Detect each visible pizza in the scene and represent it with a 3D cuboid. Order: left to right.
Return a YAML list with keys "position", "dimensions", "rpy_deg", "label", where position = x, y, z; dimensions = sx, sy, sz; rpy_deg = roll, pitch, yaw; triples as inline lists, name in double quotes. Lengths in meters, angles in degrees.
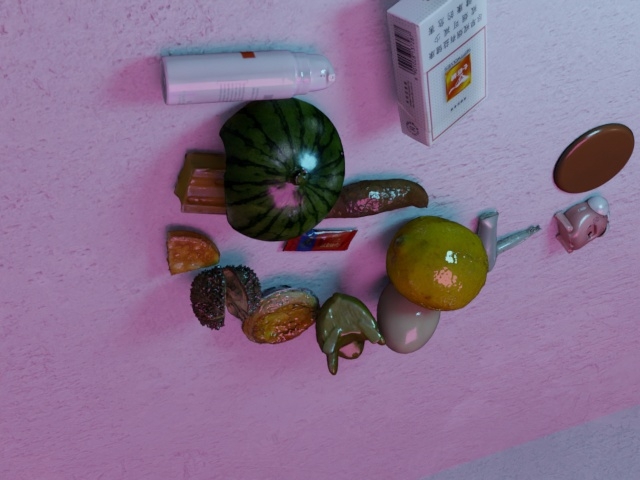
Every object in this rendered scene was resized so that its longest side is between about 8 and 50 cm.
- position: [-0.334, 0.027, 1.903]
  dimensions: [0.134, 0.046, 0.175]
  rpy_deg: [-35, 138, 11]
  label: "pizza"

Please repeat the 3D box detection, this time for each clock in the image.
- position: [0.805, -0.046, 2.323]
  dimensions: [0.162, 0.093, 0.166]
  rpy_deg: [-27, 139, 0]
  label: "clock"

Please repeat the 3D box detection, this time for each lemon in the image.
- position: [0.312, 0.059, 2.079]
  dimensions: [0.310, 0.258, 0.258]
  rpy_deg: [20, 124, -32]
  label: "lemon"

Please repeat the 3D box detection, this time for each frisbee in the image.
- position: [0.775, -0.226, 2.168]
  dimensions: [0.251, 0.021, 0.251]
  rpy_deg: [-14, 139, -13]
  label: "frisbee"

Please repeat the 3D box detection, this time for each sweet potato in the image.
- position: [0.125, -0.104, 1.941]
  dimensions: [0.341, 0.092, 0.114]
  rpy_deg: [-9, 154, -16]
  label: "sweet potato"

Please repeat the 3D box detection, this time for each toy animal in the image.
- position: [0.079, 0.275, 2.205]
  dimensions: [0.181, 0.180, 0.363]
  rpy_deg: [-24, 157, -3]
  label: "toy animal"

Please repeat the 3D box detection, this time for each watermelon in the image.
- position: [-0.066, -0.134, 1.675]
  dimensions: [0.331, 0.189, 0.331]
  rpy_deg: [-12, 121, -20]
  label: "watermelon"

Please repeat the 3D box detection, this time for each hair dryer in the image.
- position: [0.559, -0.020, 2.271]
  dimensions: [0.237, 0.075, 0.206]
  rpy_deg: [-17, 134, -19]
  label: "hair dryer"

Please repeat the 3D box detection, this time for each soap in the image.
- position: [-0.209, -0.127, 1.772]
  dimensions: [0.233, 0.076, 0.135]
  rpy_deg: [3, 133, -29]
  label: "soap"

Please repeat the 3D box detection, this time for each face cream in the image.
- position: [-0.146, -0.334, 1.558]
  dimensions: [0.345, 0.102, 0.102]
  rpy_deg: [-7, 137, -19]
  label: "face cream"

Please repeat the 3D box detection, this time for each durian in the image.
- position: [-0.250, 0.137, 1.965]
  dimensions: [0.196, 0.196, 0.167]
  rpy_deg: [5, 104, -29]
  label: "durian"

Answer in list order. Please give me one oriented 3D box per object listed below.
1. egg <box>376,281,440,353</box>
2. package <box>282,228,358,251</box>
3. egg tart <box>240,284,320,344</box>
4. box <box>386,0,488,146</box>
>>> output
- position: [0.255, 0.213, 2.244]
  dimensions: [0.186, 0.242, 0.186]
  rpy_deg: [15, 163, 5]
  label: "egg"
- position: [0.000, 0.000, 2.050]
  dimensions: [0.200, 0.022, 0.083]
  rpy_deg: [-1, 135, -26]
  label: "package"
- position: [-0.116, 0.201, 2.157]
  dimensions: [0.234, 0.094, 0.234]
  rpy_deg: [-16, 142, -13]
  label: "egg tart"
- position: [0.258, -0.388, 1.635]
  dimensions: [0.210, 0.095, 0.330]
  rpy_deg: [-40, 142, -20]
  label: "box"
